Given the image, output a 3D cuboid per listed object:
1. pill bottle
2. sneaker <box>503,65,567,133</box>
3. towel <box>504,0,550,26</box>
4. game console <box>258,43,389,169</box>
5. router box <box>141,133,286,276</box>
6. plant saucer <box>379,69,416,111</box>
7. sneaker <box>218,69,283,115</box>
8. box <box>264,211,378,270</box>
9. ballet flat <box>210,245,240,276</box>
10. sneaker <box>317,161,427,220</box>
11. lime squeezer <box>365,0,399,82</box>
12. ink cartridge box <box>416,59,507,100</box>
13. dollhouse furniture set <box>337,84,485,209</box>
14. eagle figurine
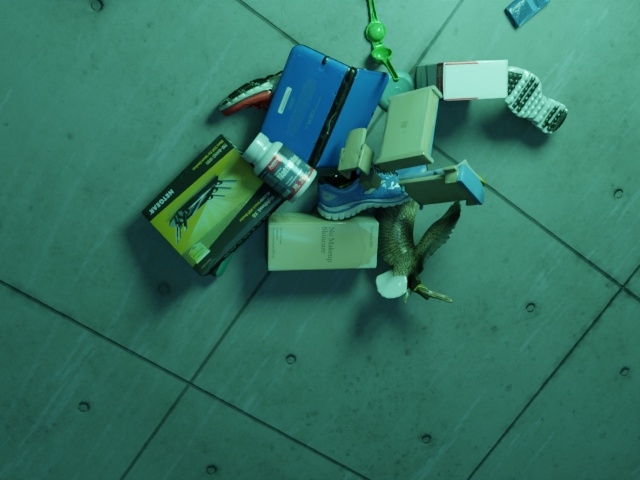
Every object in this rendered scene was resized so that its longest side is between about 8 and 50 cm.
[{"bbox_3d":[-0.110,-0.192,1.757,0.180,0.108,0.108,38,97,-10],"label":"pill bottle"},{"bbox_3d":[0.561,-0.394,1.871,0.292,0.118,0.110,26,108,-43],"label":"sneaker"},{"bbox_3d":[0.575,-0.654,1.886,0.119,0.029,0.067,-38,108,3],"label":"towel"},{"bbox_3d":[0.008,-0.351,1.816,0.250,0.173,0.293,26,114,2],"label":"game console"},{"bbox_3d":[-0.287,-0.093,1.836,0.309,0.081,0.243,-44,87,5],"label":"router box"},{"bbox_3d":[0.212,-0.416,1.898,0.119,0.021,0.119,-3,107,-9],"label":"plant saucer"},{"bbox_3d":[-0.130,-0.375,1.811,0.279,0.107,0.118,-20,114,-3],"label":"sneaker"},{"bbox_3d":[0.000,0.000,1.930,0.311,0.121,0.147,-2,107,-9],"label":"box"},{"bbox_3d":[-0.262,0.010,1.919,0.074,0.074,0.203,33,103,-17],"label":"ballet flat"},{"bbox_3d":[0.145,-0.169,1.881,0.330,0.129,0.147,-19,125,-11],"label":"sneaker"},{"bbox_3d":[0.153,-0.543,1.815,0.059,0.110,0.310,-15,78,12],"label":"lime squeezer"},{"bbox_3d":[0.370,-0.426,1.810,0.172,0.237,0.100,-4,103,-9],"label":"ink cartridge box"},{"bbox_3d":[0.259,-0.218,1.794,0.303,0.287,0.198,35,59,-44],"label":"dollhouse furniture set"},{"bbox_3d":[0.270,0.016,1.949,0.227,0.225,0.298,0,115,-4],"label":"eagle figurine"}]
